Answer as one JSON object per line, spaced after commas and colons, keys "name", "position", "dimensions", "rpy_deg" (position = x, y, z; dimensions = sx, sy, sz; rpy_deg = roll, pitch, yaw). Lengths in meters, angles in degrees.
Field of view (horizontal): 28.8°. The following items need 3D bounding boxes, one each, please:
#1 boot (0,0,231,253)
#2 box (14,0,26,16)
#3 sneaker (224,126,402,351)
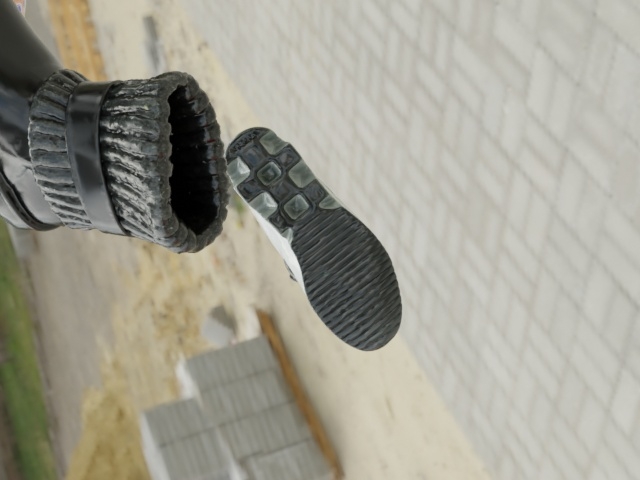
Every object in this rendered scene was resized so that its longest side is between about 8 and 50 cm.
{"name": "boot", "position": [-0.243, -0.142, 1.166], "dimensions": [0.260, 0.131, 0.348], "rpy_deg": [5, 136, 40]}
{"name": "box", "position": [-0.621, -0.381, 1.922], "dimensions": [0.300, 0.154, 0.142], "rpy_deg": [27, 141, 2]}
{"name": "sneaker", "position": [0.000, 0.000, 1.652], "dimensions": [0.330, 0.122, 0.146], "rpy_deg": [57, 178, 8]}
